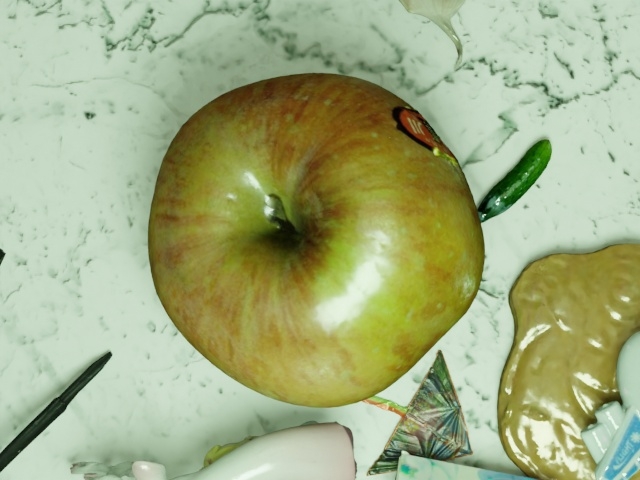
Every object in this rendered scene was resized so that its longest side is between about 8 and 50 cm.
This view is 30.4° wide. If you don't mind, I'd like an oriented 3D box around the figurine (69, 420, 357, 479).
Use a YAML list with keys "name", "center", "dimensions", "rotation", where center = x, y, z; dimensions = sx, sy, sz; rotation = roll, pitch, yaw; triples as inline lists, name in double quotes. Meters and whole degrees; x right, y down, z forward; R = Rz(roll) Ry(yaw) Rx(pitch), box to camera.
- name: "figurine"
  center: [-0.140, 0.336, 1.422]
  dimensions: [0.315, 0.284, 0.206]
  rotation: [-4, 72, -24]

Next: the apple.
- name: "apple"
  center: [0.000, 0.000, 1.407]
  dimensions: [0.400, 0.333, 0.400]
  rotation: [-4, 79, 20]

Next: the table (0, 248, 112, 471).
- name: "table"
  center: [-0.433, 0.154, 1.427]
  dimensions: [0.317, 0.317, 0.249]
  rotation: [30, 70, 5]

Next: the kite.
- name: "kite"
  center: [0.127, 0.235, 1.522]
  dimensions: [0.159, 0.010, 0.190]
  rotation: [32, 83, 6]

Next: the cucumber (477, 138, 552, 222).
- name: "cucumber"
  center: [0.254, -0.071, 1.543]
  dimensions: [0.037, 0.037, 0.155]
  rotation: [43, 86, 6]

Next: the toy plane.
- name: "toy plane"
  center: [0.444, 0.227, 1.400]
  dimensions: [0.266, 0.122, 0.267]
  rotation: [0, 82, 1]

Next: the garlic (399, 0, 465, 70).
- name: "garlic"
  center: [0.145, -0.372, 1.563]
  dimensions: [0.148, 0.128, 0.267]
  rotation: [15, 94, 15]

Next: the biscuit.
- name: "biscuit"
  center: [0.421, 0.184, 1.496]
  dimensions: [0.385, 0.062, 0.365]
  rotation: [4, 83, 2]

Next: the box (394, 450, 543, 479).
- name: "box"
  center: [0.171, 0.407, 1.382]
  dimensions: [0.203, 0.116, 0.274]
  rotation: [10, 46, 3]
